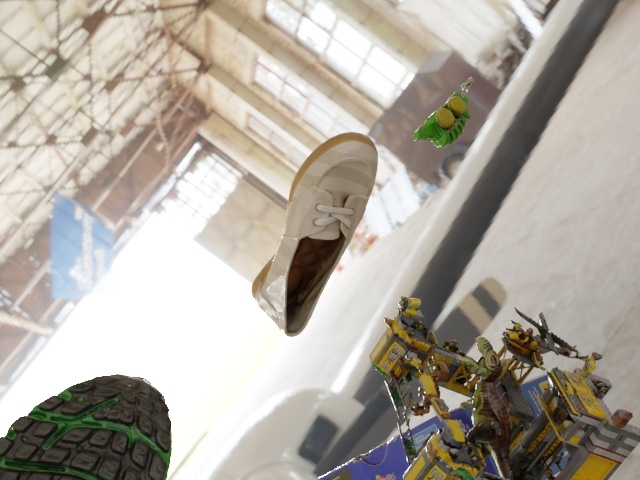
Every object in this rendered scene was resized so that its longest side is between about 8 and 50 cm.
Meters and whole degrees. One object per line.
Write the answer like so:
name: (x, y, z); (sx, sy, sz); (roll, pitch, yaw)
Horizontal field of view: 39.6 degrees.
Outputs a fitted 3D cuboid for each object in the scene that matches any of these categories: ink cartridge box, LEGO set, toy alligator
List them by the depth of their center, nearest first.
LEGO set: (0.208, 0.163, 1.020); (0.192, 0.255, 0.331); (-60, 13, 22)
ink cartridge box: (0.188, 0.343, 1.328); (0.396, 0.151, 0.270); (-3, -28, -48)
toy alligator: (0.201, -0.186, 1.339); (0.189, 0.051, 0.056); (-45, 6, -40)

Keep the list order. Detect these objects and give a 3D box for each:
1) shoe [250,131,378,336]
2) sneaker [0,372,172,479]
shoe: (0.000, 0.000, 0.800); (0.219, 0.077, 0.058); (-63, 36, 37)
sneaker: (-0.227, 0.260, 0.712); (0.343, 0.134, 0.146); (-61, -2, -4)
